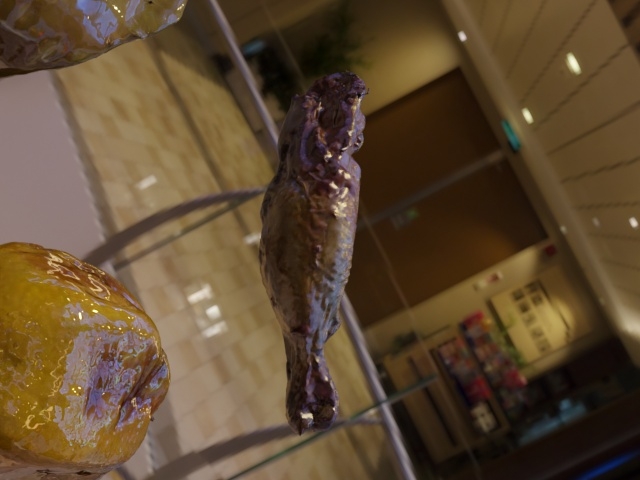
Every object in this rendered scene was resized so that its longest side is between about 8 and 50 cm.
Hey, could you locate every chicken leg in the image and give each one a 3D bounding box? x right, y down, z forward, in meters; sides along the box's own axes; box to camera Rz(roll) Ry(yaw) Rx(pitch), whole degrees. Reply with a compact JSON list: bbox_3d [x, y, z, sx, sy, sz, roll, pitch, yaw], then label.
[{"bbox_3d":[-0.002,-0.006,0.941,0.177,0.083,0.322,80,15,-48],"label":"chicken leg"}]

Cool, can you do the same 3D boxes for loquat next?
[{"bbox_3d":[-0.133,0.065,0.513,0.113,0.137,0.137,51,-2,36],"label":"loquat"}]

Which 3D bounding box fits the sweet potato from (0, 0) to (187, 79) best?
[{"bbox_3d":[-0.229,-0.152,0.397,0.370,0.158,0.158,17,33,-31],"label":"sweet potato"}]
